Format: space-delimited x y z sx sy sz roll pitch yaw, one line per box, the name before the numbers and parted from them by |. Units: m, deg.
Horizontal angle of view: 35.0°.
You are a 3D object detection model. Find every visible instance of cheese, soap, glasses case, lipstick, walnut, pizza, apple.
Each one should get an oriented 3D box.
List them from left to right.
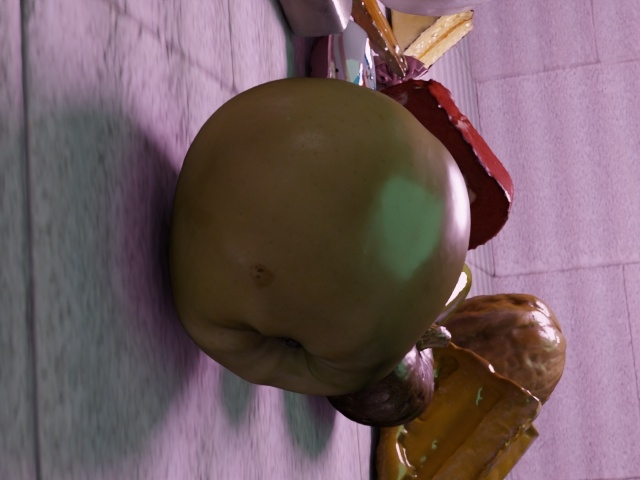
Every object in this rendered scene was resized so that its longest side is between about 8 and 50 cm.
lipstick | -0.032 -0.352 1.185 0.253 0.077 0.079 63 32 -54
apple | 0.000 0.000 0.844 0.262 0.262 0.262 -7 90 -75
cheese | 0.024 -0.194 1.320 0.286 0.074 0.189 -74 157 -55
pizza | 0.058 -0.339 1.451 0.262 0.034 0.181 55 18 -29
soap | 0.111 0.297 1.515 0.339 0.304 0.169 -44 147 -20
glasses case | 0.130 -0.242 1.694 0.070 0.102 0.193 49 37 -54
walnut | 0.287 0.212 1.750 0.227 0.283 0.283 -99 173 -54

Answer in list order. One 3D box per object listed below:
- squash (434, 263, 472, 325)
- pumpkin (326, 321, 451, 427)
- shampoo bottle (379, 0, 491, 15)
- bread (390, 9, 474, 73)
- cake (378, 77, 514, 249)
squash | 0.128 0.106 1.477 0.341 0.094 0.094 -28 112 -51
pumpkin | 0.078 0.127 1.238 0.219 0.162 0.219 -8 90 -79
shampoo bottle | 0.198 -0.537 1.645 0.322 0.323 0.317 -66 152 -62
bread | 0.212 -0.423 2.048 0.178 0.142 0.266 -56 165 4
cake | 0.154 -0.105 1.489 0.283 0.177 0.151 53 19 -2
